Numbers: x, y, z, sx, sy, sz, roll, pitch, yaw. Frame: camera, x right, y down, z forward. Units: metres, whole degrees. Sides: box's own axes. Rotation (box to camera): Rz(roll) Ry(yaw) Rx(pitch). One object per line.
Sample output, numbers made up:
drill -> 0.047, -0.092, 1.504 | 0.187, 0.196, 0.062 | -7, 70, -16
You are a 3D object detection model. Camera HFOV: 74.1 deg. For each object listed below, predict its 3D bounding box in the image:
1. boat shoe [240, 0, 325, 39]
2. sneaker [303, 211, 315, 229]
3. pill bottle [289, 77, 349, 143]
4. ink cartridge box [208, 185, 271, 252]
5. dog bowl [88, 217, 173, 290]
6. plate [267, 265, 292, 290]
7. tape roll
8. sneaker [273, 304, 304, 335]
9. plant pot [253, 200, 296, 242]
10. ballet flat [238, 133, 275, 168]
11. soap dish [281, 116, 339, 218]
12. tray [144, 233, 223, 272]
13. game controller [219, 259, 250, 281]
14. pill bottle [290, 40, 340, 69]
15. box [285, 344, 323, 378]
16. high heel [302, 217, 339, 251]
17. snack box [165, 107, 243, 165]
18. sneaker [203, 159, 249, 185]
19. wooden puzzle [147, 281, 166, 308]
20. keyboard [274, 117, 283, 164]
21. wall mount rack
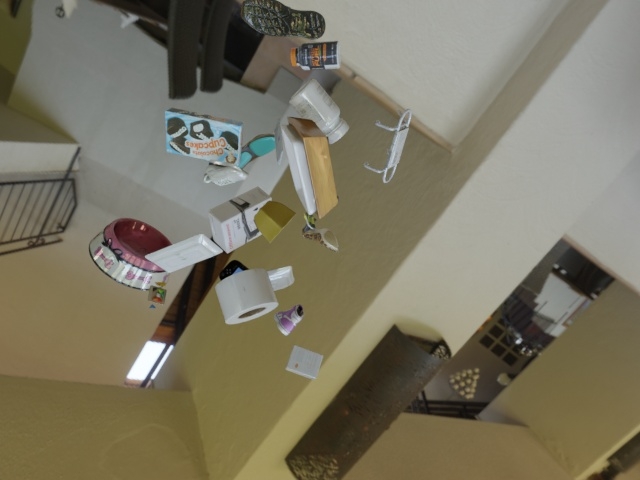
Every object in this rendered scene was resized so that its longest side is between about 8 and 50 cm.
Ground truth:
boat shoe -> -0.145, -0.833, 1.614 | 0.323, 0.123, 0.120 | 2, -156, -25
sneaker -> -0.039, -0.083, 1.735 | 0.031, 0.035, 0.083 | 4, -127, -61
pill bottle -> 0.000, -0.491, 1.630 | 0.229, 0.131, 0.131 | 46, -167, -21
ink cartridge box -> -0.519, -0.137, 2.823 | 0.394, 0.286, 0.166 | -32, -126, -28
dog bowl -> -0.904, 0.051, 2.096 | 0.408, 0.150, 0.408 | 36, -164, -12
plate -> -0.278, 0.228, 2.286 | 0.278, 0.277, 0.045 | 90, 164, -68
tape roll -> -0.329, 0.250, 1.895 | 0.246, 0.246, 0.169 | 7, -124, -56
sneaker -> -0.156, 0.406, 2.268 | 0.102, 0.161, 0.282 | 45, 174, -13
plant pot -> -0.134, -0.061, 1.171 | 0.083, 0.081, 0.081 | 42, -133, -4
ballet flat -> -0.374, -0.503, 2.338 | 0.116, 0.342, 0.124 | 44, -156, -36
soap dish -> -0.034, -0.252, 1.427 | 0.118, 0.291, 0.229 | -17, -146, -8
tray -> -0.533, 0.061, 1.658 | 0.145, 0.270, 0.030 | 52, -157, -50
game controller -> -0.478, 0.261, 2.647 | 0.319, 0.166, 0.067 | 37, 172, 13
pill bottle -> -0.025, -0.934, 2.146 | 0.245, 0.131, 0.130 | 1, -165, 10
box -> -0.089, 0.659, 2.291 | 0.170, 0.130, 0.091 | 21, 156, -1
high heel -> 0.000, 0.000, 2.488 | 0.093, 0.186, 0.261 | -34, -103, -33
snack box -> -0.501, -0.446, 1.834 | 0.321, 0.187, 0.060 | 11, -146, -1
sneaker -> -0.388, -0.265, 1.741 | 0.235, 0.095, 0.090 | 14, 163, 39
wooden puzzle -> -0.657, 0.219, 1.710 | 0.078, 0.014, 0.117 | 19, -120, -47
keyboard -> -0.180, -0.431, 1.832 | 0.014, 0.072, 0.256 | 10, -136, -21
wall mount rack -> 0.326, -0.457, 1.951 | 0.130, 0.350, 0.304 | 28, -145, 22
